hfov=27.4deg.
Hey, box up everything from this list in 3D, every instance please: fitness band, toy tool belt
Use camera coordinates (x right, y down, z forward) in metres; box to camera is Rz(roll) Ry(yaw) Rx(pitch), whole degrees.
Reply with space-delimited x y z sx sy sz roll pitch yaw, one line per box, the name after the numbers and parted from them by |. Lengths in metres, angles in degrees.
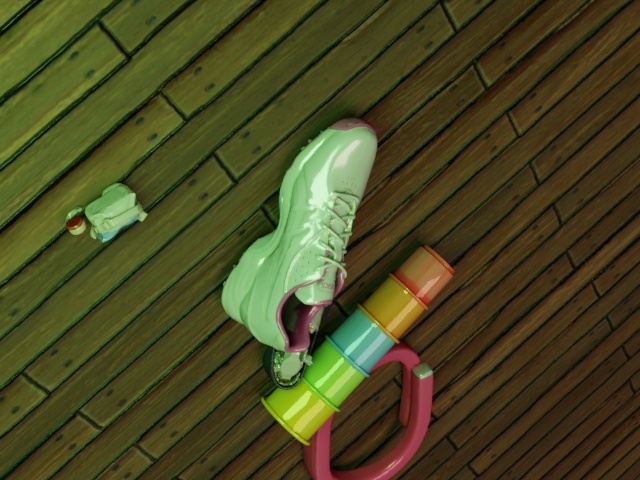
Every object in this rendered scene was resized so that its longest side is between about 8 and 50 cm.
0.071 0.272 1.974 0.209 0.054 0.291 -23 136 -24 | fitness band
-0.233 -0.021 1.439 0.083 0.052 0.051 -35 132 -11 | toy tool belt

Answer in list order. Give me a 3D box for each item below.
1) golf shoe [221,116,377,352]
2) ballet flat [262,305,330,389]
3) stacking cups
0.000 0.000 1.594 0.115 0.140 0.306 10 116 -44 | golf shoe
-0.028 0.115 1.720 0.074 0.074 0.203 -9 131 -36 | ballet flat
0.062 0.143 1.817 0.316 0.096 0.096 -44 142 -1 | stacking cups
